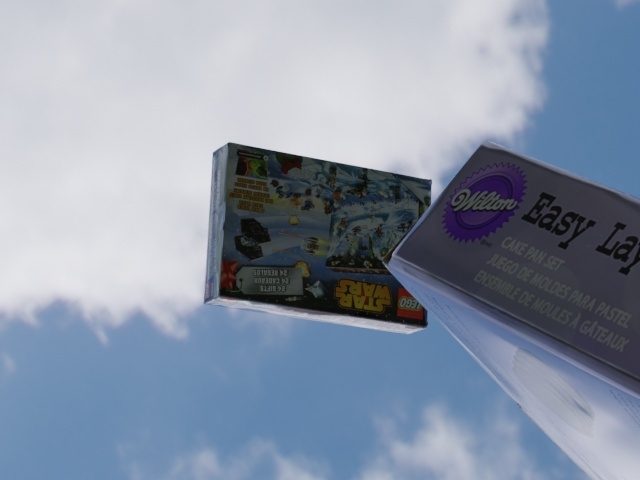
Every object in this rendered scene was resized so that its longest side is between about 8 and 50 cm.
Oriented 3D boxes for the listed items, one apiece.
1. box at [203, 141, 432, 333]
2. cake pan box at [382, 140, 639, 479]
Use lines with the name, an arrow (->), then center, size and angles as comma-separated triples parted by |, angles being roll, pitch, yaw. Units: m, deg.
box -> 0.000, 0.000, 1.125 | 0.137, 0.027, 0.094 | 10, -107, -24
cake pan box -> 0.177, 0.093, 0.653 | 0.070, 0.267, 0.246 | -50, -146, -7
